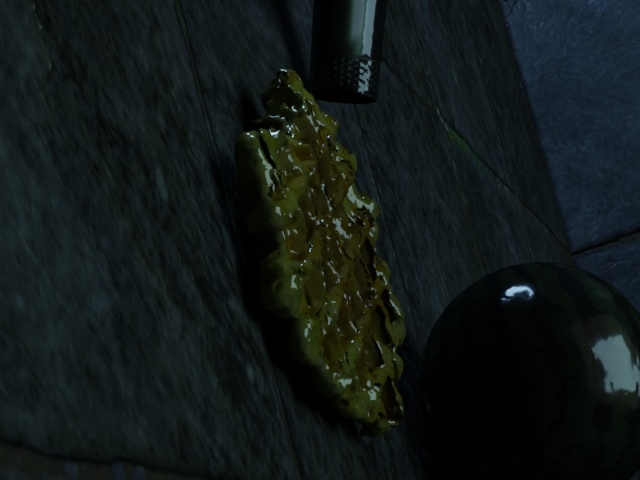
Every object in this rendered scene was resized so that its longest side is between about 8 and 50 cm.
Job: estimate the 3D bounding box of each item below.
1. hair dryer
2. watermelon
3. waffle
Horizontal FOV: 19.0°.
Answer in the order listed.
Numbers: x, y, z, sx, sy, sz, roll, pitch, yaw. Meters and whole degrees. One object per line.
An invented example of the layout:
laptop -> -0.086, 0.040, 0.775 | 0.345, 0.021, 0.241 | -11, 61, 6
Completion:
hair dryer -> 0.012, -0.293, 1.499 | 0.284, 0.156, 0.320 | 51, 44, -73
watermelon -> 0.184, 0.121, 1.600 | 0.212, 0.212, 0.212 | -18, 90, -77
waffle -> -0.002, 0.001, 1.333 | 0.291, 0.051, 0.291 | -18, 90, -76
